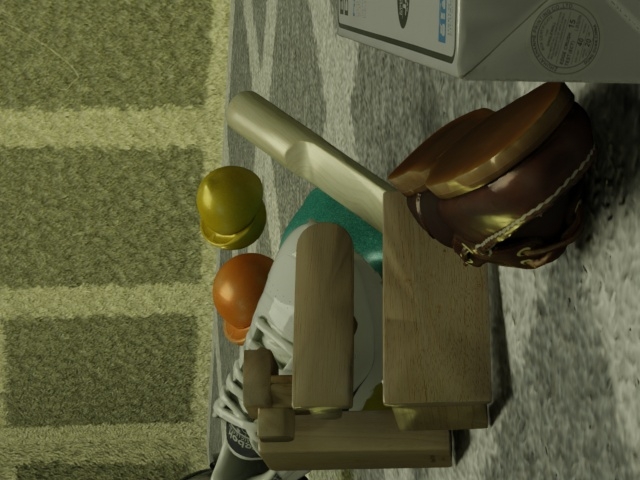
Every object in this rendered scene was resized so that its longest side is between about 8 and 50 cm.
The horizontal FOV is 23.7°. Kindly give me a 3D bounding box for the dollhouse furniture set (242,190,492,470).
[{"bbox_3d":[0.029,0.057,0.900,0.151,0.144,0.123,70,-161,-67],"label":"dollhouse furniture set"}]

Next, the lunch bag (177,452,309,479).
[{"bbox_3d":[-0.072,0.369,1.334,0.256,0.213,0.305,-113,24,-68],"label":"lunch bag"}]

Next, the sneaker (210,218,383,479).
[{"bbox_3d":[-0.019,0.086,0.982,0.090,0.095,0.235,43,145,29],"label":"sneaker"}]

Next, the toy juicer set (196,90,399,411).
[{"bbox_3d":[0.000,0.000,1.071,0.209,0.089,0.329,50,152,24],"label":"toy juicer set"}]

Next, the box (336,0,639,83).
[{"bbox_3d":[0.071,-0.160,0.664,0.290,0.087,0.169,-123,33,-76],"label":"box"}]

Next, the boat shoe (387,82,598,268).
[{"bbox_3d":[0.086,-0.023,0.683,0.073,0.073,0.207,52,177,-4],"label":"boat shoe"}]
